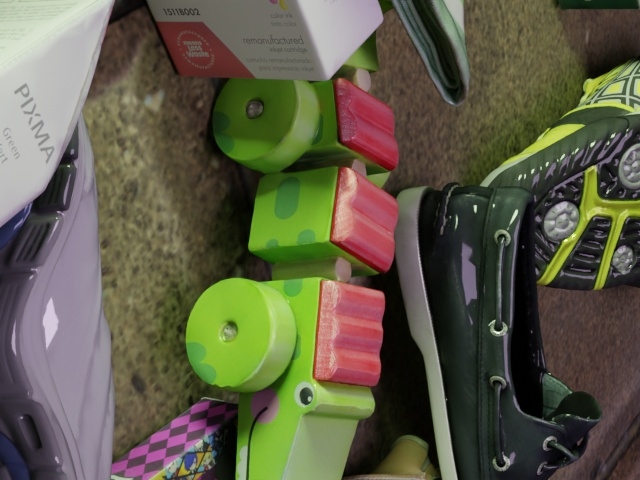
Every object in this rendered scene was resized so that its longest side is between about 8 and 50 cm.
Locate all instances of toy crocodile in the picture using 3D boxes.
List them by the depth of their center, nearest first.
[{"bbox_3d":[0.000,0.000,0.810,0.115,0.105,0.341,23,68,-52],"label":"toy crocodile"}]

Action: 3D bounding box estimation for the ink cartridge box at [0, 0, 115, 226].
[{"bbox_3d":[-0.158,-0.058,0.519,0.224,0.181,0.056,-44,129,-42],"label":"ink cartridge box"}]

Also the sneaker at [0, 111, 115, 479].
[{"bbox_3d":[-0.153,0.034,0.652,0.129,0.111,0.297,19,70,-81],"label":"sneaker"}]

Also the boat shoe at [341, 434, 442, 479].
[{"bbox_3d":[0.059,0.178,0.981,0.190,0.068,0.072,31,58,-61],"label":"boat shoe"}]

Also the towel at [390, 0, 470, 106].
[{"bbox_3d":[0.055,-0.284,0.816,0.248,0.038,0.325,55,32,-51],"label":"towel"}]

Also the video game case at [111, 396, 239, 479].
[{"bbox_3d":[-0.107,0.237,0.776,0.232,0.041,0.210,-34,121,-45],"label":"video game case"}]

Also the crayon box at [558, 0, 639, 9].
[{"bbox_3d":[0.280,-0.373,1.160,0.323,0.083,0.203,-52,133,-34],"label":"crayon box"}]

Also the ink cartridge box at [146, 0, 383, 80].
[{"bbox_3d":[-0.055,-0.186,0.718,0.067,0.115,0.198,-49,130,-36],"label":"ink cartridge box"}]

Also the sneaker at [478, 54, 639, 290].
[{"bbox_3d":[0.265,-0.074,1.156,0.384,0.147,0.145,-25,119,-29],"label":"sneaker"}]

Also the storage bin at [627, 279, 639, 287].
[{"bbox_3d":[0.326,-0.009,1.271,0.098,0.091,0.135,-13,105,-52],"label":"storage bin"}]

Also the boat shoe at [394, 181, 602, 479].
[{"bbox_3d":[0.147,0.118,0.983,0.127,0.113,0.340,-23,101,-68],"label":"boat shoe"}]
